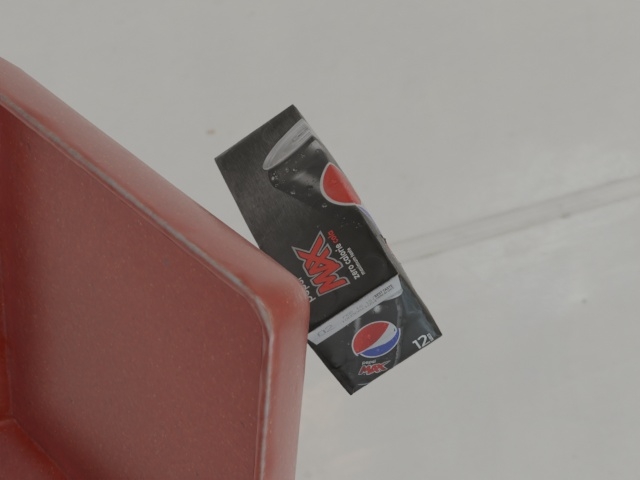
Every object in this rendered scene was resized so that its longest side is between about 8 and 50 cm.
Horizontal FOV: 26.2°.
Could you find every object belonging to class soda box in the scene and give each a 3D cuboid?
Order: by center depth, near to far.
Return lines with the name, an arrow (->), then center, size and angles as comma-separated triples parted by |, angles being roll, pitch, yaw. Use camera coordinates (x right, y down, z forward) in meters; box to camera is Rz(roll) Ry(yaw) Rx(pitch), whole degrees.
soda box -> 0.000, 0.000, 0.725 | 0.060, 0.169, 0.053 | -34, 130, 3

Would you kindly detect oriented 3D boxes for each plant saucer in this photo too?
plant saucer -> -0.092, 0.059, 0.591 | 0.048, 0.259, 0.258 | -23, 134, -34
